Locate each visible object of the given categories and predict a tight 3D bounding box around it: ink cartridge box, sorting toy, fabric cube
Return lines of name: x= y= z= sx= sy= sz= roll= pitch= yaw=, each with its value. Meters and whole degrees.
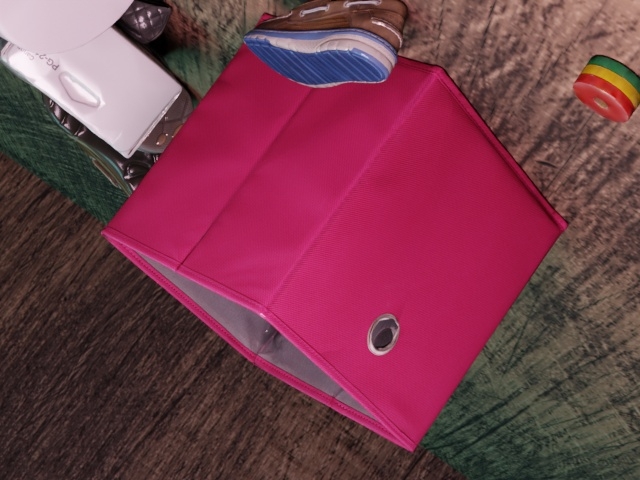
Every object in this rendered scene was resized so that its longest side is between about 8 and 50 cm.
ink cartridge box: x=-0.252 y=-0.199 z=1.794 sx=0.172 sy=0.100 sz=0.237 roll=39 pitch=-176 yaw=-18
sorting toy: x=0.291 y=-0.034 z=1.104 sx=0.274 sy=0.046 sz=0.132 roll=27 pitch=166 yaw=38
fabric cube: x=0.016 y=-0.009 z=1.502 sx=0.259 sy=0.258 sz=0.254 roll=24 pitch=164 yaw=47

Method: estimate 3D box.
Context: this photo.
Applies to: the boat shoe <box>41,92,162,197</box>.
boat shoe: x=-0.248 y=-0.125 z=2.250 sx=0.324 sy=0.122 sz=0.120 roll=48 pitch=171 yaw=-18

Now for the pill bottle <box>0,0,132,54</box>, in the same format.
pill bottle: x=-0.315 y=-0.301 z=1.346 sx=0.363 sy=0.210 sz=0.210 roll=33 pitch=170 yaw=30

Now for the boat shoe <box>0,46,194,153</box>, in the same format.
boat shoe: x=-0.299 y=-0.215 z=1.974 sx=0.324 sy=0.123 sz=0.116 roll=42 pitch=171 yaw=-20

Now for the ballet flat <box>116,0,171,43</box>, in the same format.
ballet flat: x=-0.227 y=-0.273 z=1.730 sx=0.173 sy=0.049 sz=0.057 roll=40 pitch=-167 yaw=4

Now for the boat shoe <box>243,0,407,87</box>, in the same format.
boat shoe: x=0.009 y=-0.166 z=1.348 sx=0.066 sy=0.066 sz=0.183 roll=41 pitch=163 yaw=-36
